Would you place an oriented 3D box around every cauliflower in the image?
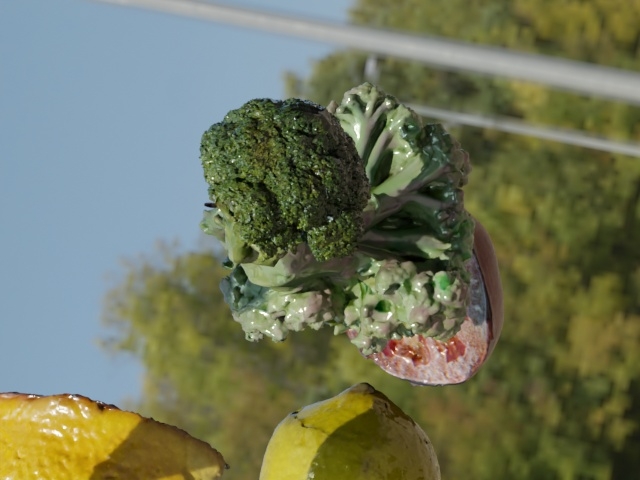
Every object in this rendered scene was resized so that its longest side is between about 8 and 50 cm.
[{"bbox_3d":[0.000,0.000,1.735,0.315,0.256,0.239,-7,-103,-56],"label":"cauliflower"}]

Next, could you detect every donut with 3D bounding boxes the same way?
[{"bbox_3d":[-0.205,0.183,1.450,0.259,0.152,0.101,-24,37,50],"label":"donut"}]

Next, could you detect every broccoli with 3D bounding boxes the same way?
[{"bbox_3d":[-0.031,-0.044,1.561,0.162,0.146,0.138,-85,17,-61],"label":"broccoli"}]

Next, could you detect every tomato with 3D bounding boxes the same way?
[{"bbox_3d":[0.108,0.039,2.009,0.085,0.225,0.225,-27,-47,-43],"label":"tomato"}]

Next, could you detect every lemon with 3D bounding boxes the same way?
[{"bbox_3d":[0.027,0.240,1.850,0.180,0.181,0.193,-69,-7,-48],"label":"lemon"}]
